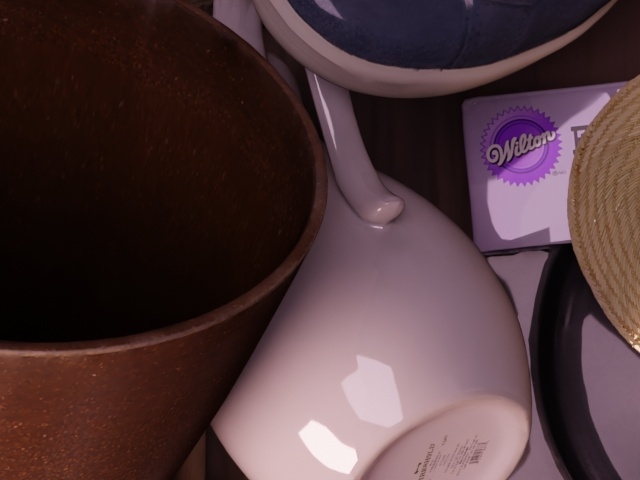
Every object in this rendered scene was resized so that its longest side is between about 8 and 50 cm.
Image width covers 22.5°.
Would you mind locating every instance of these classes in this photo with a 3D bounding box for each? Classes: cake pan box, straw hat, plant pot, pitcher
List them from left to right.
[{"bbox_3d":[-0.130,0.045,0.568,0.215,0.215,0.230,27,128,11],"label":"plant pot"},{"bbox_3d":[0.000,0.000,0.634,0.125,0.178,0.207,-14,48,-25],"label":"pitcher"},{"bbox_3d":[0.164,-0.011,0.626,0.144,0.061,0.145,-1,83,11],"label":"straw hat"},{"bbox_3d":[0.191,0.048,0.680,0.266,0.070,0.246,-4,82,11],"label":"cake pan box"}]

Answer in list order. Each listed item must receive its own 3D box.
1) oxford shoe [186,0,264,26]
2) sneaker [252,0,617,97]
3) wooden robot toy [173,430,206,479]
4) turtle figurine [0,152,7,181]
[{"bbox_3d":[0.002,-0.198,0.703,0.348,0.130,0.123,-45,79,3],"label":"oxford shoe"},{"bbox_3d":[0.128,-0.177,0.604,0.350,0.148,0.131,-33,82,-23],"label":"sneaker"},{"bbox_3d":[-0.086,0.110,0.716,0.173,0.079,0.076,-5,84,9],"label":"wooden robot toy"},{"bbox_3d":[-0.189,-0.023,0.701,0.217,0.087,0.270,-2,118,39],"label":"turtle figurine"}]
